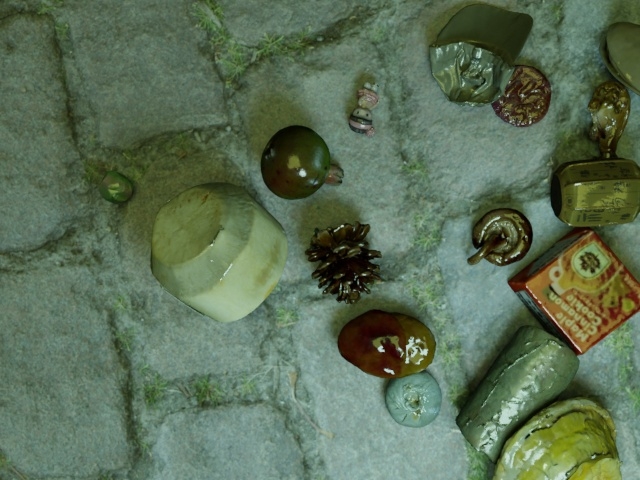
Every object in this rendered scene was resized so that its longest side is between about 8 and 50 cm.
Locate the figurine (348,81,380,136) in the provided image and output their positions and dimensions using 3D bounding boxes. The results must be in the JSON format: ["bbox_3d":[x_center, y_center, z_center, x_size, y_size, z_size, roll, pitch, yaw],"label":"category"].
[{"bbox_3d":[0.113,-0.320,1.612,0.072,0.054,0.129,17,82,-9],"label":"figurine"}]

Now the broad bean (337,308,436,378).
[{"bbox_3d":[0.154,0.243,1.540,0.228,0.122,0.156,7,73,18],"label":"broad bean"}]

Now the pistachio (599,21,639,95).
[{"bbox_3d":[0.743,-0.408,1.512,0.136,0.136,0.226,-42,77,3],"label":"pistachio"}]

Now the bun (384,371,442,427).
[{"bbox_3d":[0.220,0.377,1.556,0.140,0.083,0.141,0,88,3],"label":"bun"}]

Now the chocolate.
[{"bbox_3d":[0.602,0.118,1.517,0.235,0.108,0.237,-38,86,5],"label":"chocolate"}]

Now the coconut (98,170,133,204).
[{"bbox_3d":[-0.512,-0.130,1.650,0.082,0.081,0.083,-11,131,4],"label":"coconut"}]

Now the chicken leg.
[{"bbox_3d":[0.672,-0.268,1.535,0.085,0.101,0.207,8,99,36],"label":"chicken leg"}]

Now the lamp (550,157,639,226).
[{"bbox_3d":[0.628,-0.110,1.495,0.185,0.161,0.161,-6,87,6],"label":"lamp"}]

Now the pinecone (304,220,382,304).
[{"bbox_3d":[0.059,0.053,1.546,0.179,0.150,0.195,-11,96,-12],"label":"pinecone"}]

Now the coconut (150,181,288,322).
[{"bbox_3d":[-0.233,0.027,1.522,0.323,0.323,0.323,0,88,6],"label":"coconut"}]

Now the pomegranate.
[{"bbox_3d":[-0.038,-0.178,1.574,0.209,0.180,0.180,19,90,-30],"label":"pomegranate"}]

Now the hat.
[{"bbox_3d":[0.392,-0.441,1.576,0.214,0.149,0.245,27,56,28],"label":"hat"}]

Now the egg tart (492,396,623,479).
[{"bbox_3d":[0.536,0.516,1.432,0.345,0.132,0.345,-9,114,-20],"label":"egg tart"}]

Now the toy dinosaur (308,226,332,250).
[{"bbox_3d":[0.000,0.000,1.617,0.047,0.030,0.083,24,91,5],"label":"toy dinosaur"}]

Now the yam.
[{"bbox_3d":[0.445,0.348,1.493,0.168,0.168,0.304,35,91,6],"label":"yam"}]

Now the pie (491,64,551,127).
[{"bbox_3d":[0.484,-0.349,1.581,0.154,0.036,0.154,0,89,5],"label":"pie"}]

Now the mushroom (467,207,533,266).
[{"bbox_3d":[0.417,0.002,1.553,0.170,0.080,0.135,-36,73,4],"label":"mushroom"}]
